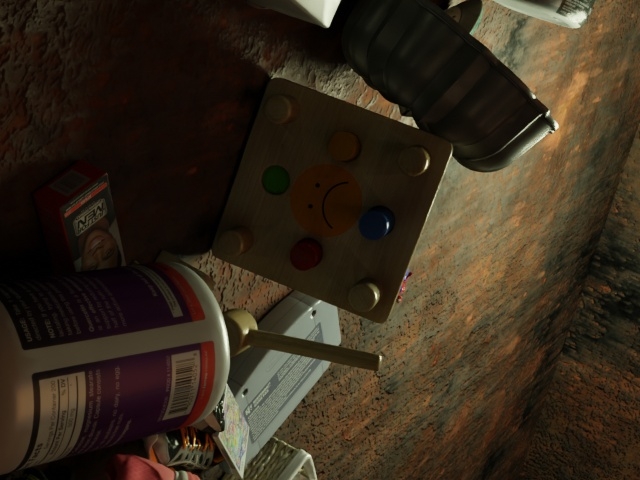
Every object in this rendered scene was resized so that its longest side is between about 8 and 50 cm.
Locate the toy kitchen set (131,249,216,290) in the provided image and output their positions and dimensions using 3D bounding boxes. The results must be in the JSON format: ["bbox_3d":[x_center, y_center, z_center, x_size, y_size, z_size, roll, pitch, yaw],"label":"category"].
[{"bbox_3d":[-0.189,0.059,1.274,0.083,0.075,0.068,-58,152,-11],"label":"toy kitchen set"}]

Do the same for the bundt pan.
[{"bbox_3d":[0.158,-0.214,1.428,0.124,0.331,0.331,-48,154,6],"label":"bundt pan"}]

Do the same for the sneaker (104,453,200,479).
[{"bbox_3d":[-0.259,0.390,1.246,0.116,0.136,0.314,-53,-171,44],"label":"sneaker"}]

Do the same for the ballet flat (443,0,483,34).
[{"bbox_3d":[0.187,-0.313,1.651,0.068,0.072,0.213,40,73,-32],"label":"ballet flat"}]

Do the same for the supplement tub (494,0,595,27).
[{"bbox_3d":[0.394,-0.521,1.698,0.193,0.193,0.316,2,111,-62],"label":"supplement tub"}]

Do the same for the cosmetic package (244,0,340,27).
[{"bbox_3d":[-0.112,-0.340,0.933,0.155,0.197,0.365,-66,155,2],"label":"cosmetic package"}]

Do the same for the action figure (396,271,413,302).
[{"bbox_3d":[0.154,0.067,1.964,0.038,0.030,0.115,-37,145,-51],"label":"action figure"}]

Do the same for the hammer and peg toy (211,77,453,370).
[{"bbox_3d":[0.000,0.000,1.364,0.127,0.266,0.361,-32,142,-76],"label":"hammer and peg toy"}]

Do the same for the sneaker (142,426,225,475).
[{"bbox_3d":[-0.187,0.272,1.430,0.083,0.084,0.215,-19,159,5],"label":"sneaker"}]

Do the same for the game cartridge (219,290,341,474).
[{"bbox_3d":[-0.073,0.205,1.642,0.294,0.060,0.196,-48,153,-31],"label":"game cartridge"}]

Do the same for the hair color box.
[{"bbox_3d":[-0.256,-0.008,1.129,0.072,0.043,0.141,-44,148,-35],"label":"hair color box"}]

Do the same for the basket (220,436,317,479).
[{"bbox_3d":[-0.097,0.413,1.722,0.167,0.103,0.113,-49,150,-27],"label":"basket"}]

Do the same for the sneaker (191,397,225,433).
[{"bbox_3d":[-0.199,0.172,1.329,0.108,0.100,0.271,-21,142,10],"label":"sneaker"}]

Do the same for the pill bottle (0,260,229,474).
[{"bbox_3d":[-0.262,0.124,1.040,0.323,0.181,0.181,-7,120,-42],"label":"pill bottle"}]

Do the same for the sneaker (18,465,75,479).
[{"bbox_3d":[-0.351,0.303,1.215,0.188,0.067,0.078,-6,110,-65],"label":"sneaker"}]

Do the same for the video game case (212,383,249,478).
[{"bbox_3d":[-0.126,0.271,1.488,0.122,0.011,0.087,72,17,-48],"label":"video game case"}]
